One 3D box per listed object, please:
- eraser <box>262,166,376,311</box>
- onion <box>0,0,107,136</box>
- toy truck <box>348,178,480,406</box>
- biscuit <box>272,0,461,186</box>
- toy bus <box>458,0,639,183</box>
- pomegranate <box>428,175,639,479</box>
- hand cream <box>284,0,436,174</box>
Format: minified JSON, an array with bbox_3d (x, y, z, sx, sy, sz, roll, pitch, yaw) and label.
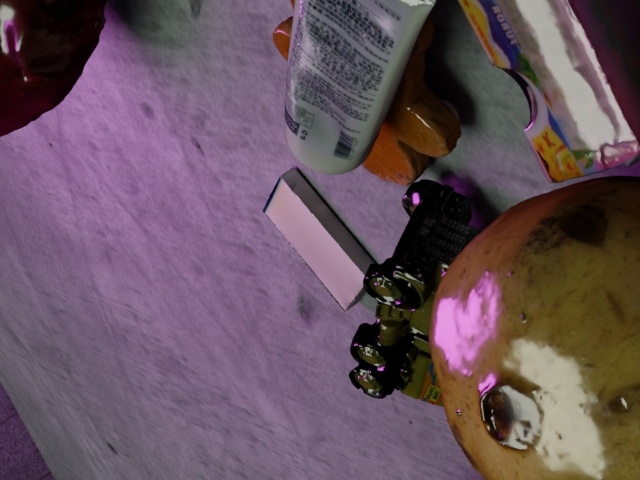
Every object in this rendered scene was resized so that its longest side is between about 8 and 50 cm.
[{"bbox_3d":[0.000,0.000,1.761,0.150,0.023,0.104,50,156,9],"label":"eraser"},{"bbox_3d":[-0.415,-0.327,1.817,0.398,0.420,0.398,3,118,7],"label":"onion"},{"bbox_3d":[0.107,0.063,1.537,0.127,0.127,0.257,23,150,15],"label":"toy truck"},{"bbox_3d":[0.040,-0.153,1.421,0.205,0.049,0.324,33,160,28],"label":"biscuit"},{"bbox_3d":[0.160,-0.181,1.165,0.112,0.090,0.274,-9,114,56],"label":"toy bus"},{"bbox_3d":[0.219,0.090,1.207,0.281,0.281,0.281,41,152,27],"label":"pomegranate"},{"bbox_3d":[0.022,-0.148,1.317,0.124,0.078,0.340,39,155,11],"label":"hand cream"}]
